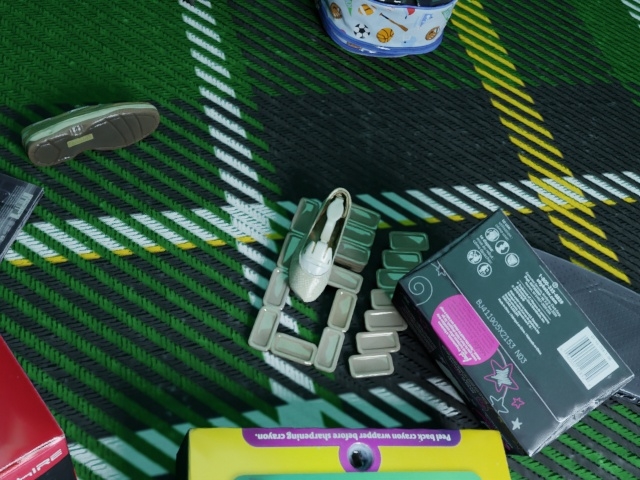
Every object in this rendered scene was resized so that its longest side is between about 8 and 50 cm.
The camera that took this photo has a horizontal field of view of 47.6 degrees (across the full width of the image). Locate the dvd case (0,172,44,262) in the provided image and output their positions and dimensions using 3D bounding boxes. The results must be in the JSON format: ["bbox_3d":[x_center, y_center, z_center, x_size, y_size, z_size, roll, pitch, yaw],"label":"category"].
[{"bbox_3d":[-0.493,-0.039,0.919,0.221,0.018,0.164,20,56,-3],"label":"dvd case"}]

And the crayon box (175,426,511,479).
[{"bbox_3d":[0.037,0.358,0.739,0.363,0.106,0.313,5,57,-17],"label":"crayon box"}]

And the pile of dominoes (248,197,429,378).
[{"bbox_3d":[0.030,0.068,0.995,0.196,0.040,0.251,20,62,-2],"label":"pile of dominoes"}]

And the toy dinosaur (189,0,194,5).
[{"bbox_3d":[-0.221,-0.519,1.190,0.164,0.218,0.322,-13,62,-24],"label":"toy dinosaur"}]

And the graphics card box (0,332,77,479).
[{"bbox_3d":[-0.299,0.158,0.625,0.094,0.371,0.233,-31,69,-30],"label":"graphics card box"}]

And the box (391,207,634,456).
[{"bbox_3d":[0.225,0.115,0.898,0.163,0.142,0.247,-34,78,-8],"label":"box"}]

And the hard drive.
[{"bbox_3d":[0.368,0.122,1.025,0.254,0.054,0.172,25,55,3],"label":"hard drive"}]

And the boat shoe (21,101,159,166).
[{"bbox_3d":[-0.326,-0.167,1.025,0.190,0.068,0.072,-19,52,-25],"label":"boat shoe"}]

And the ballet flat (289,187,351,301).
[{"bbox_3d":[0.000,0.000,0.968,0.057,0.052,0.168,20,62,-2],"label":"ballet flat"}]

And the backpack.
[{"bbox_3d":[0.105,-0.431,1.228,0.276,0.213,0.263,-3,50,-10],"label":"backpack"}]
